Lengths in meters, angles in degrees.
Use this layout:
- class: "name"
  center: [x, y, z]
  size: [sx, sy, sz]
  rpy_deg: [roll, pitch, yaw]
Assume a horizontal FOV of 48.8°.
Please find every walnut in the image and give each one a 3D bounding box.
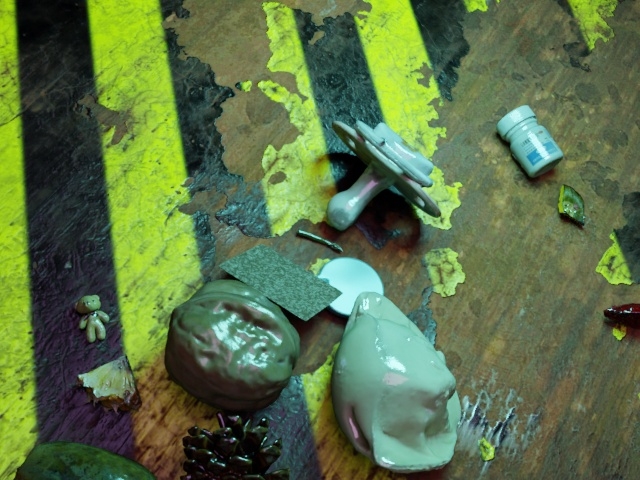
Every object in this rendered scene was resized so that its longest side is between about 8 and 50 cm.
- class: "walnut"
  center: [-0.174, 0.206, 1.380]
  size: [0.273, 0.227, 0.273]
  rpy_deg: [8, 63, -15]

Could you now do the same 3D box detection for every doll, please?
- class: "doll"
  center: [-0.468, 0.159, 1.452]
  size: [0.061, 0.051, 0.093]
  rpy_deg: [-15, 98, -20]

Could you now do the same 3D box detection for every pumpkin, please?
- class: "pumpkin"
  center: [0.645, -0.087, 1.819]
  size: [0.073, 0.035, 0.101]
  rpy_deg: [22, 58, -14]

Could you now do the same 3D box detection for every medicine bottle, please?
- class: "medicine bottle"
  center: [0.544, -0.256, 1.835]
  size: [0.105, 0.105, 0.168]
  rpy_deg: [-24, 72, -22]

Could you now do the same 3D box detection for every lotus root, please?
- class: "lotus root"
  center: [-0.404, 0.450, 1.254]
  size: [0.275, 0.152, 0.160]
  rpy_deg: [21, 53, -4]

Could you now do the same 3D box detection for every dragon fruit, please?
- class: "dragon fruit"
  center: [0.746, 0.168, 1.701]
  size: [0.131, 0.097, 0.063]
  rpy_deg: [1, 59, 10]

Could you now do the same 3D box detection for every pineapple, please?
- class: "pineapple"
  center: [-0.406, 0.277, 1.384]
  size: [0.137, 0.069, 0.116]
  rpy_deg: [20, 63, -1]

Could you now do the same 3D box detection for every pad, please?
- class: "pad"
  center: [-0.082, 0.084, 1.509]
  size: [0.235, 0.003, 0.158]
  rpy_deg: [29, 31, 22]

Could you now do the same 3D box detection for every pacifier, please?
- class: "pacifier"
  center: [0.136, -0.148, 1.638]
  size: [0.332, 0.273, 0.220]
  rpy_deg: [42, 37, 11]

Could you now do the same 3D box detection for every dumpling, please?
- class: "dumpling"
  center: [0.168, 0.298, 1.461]
  size: [0.315, 0.233, 0.395]
  rpy_deg: [23, 41, -37]

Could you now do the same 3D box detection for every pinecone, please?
- class: "pinecone"
  center: [-0.156, 0.419, 1.294]
  size: [0.202, 0.229, 0.201]
  rpy_deg: [-4, 37, -14]

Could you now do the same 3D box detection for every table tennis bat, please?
- class: "table tennis bat"
  center: [0.026, 0.102, 1.584]
  size: [0.244, 0.040, 0.153]
  rpy_deg: [5, 58, -14]

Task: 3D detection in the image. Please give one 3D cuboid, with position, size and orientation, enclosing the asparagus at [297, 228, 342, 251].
- class: "asparagus"
  center: [0.000, 0.000, 1.639]
  size: [0.114, 0.014, 0.015]
  rpy_deg: [21, 63, -2]
